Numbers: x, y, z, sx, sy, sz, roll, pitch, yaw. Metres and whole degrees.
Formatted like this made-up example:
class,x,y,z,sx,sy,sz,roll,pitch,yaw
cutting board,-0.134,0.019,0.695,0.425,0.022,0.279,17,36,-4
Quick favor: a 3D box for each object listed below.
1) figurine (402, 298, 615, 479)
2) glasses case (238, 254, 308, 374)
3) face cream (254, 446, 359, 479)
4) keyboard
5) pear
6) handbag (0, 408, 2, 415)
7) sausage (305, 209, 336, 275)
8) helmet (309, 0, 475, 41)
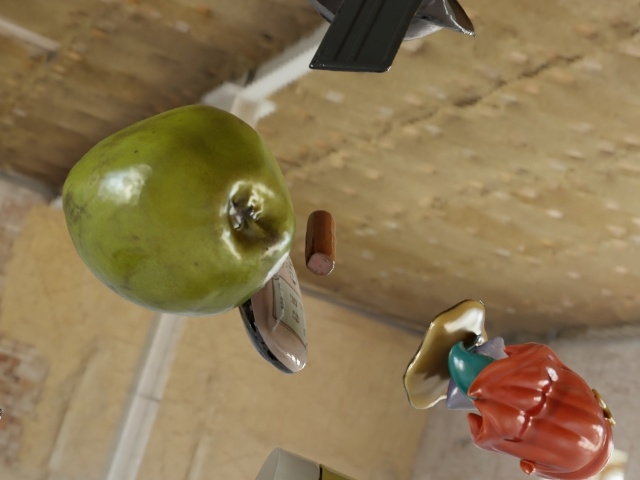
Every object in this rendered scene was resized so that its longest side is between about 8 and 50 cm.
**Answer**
class,x,y,z,sx,sy,sz,roll,pitch,yaw
figurine,0.243,0.203,1.744,0.257,0.181,0.208,29,-38,39
glasses case,-0.079,0.070,2.012,0.075,0.314,0.122,-31,-52,15
face cream,-0.014,0.401,1.747,0.179,0.218,0.218,23,-14,-6
keyboard,0.091,-0.322,1.517,0.104,0.381,0.041,7,-33,24
pear,-0.211,-0.043,1.847,0.375,0.287,0.287,15,-12,41
handbag,-0.504,0.273,1.675,0.155,0.169,0.215,38,22,-7
sausage,0.000,0.000,1.865,0.039,0.041,0.131,20,30,-12
helmet,0.058,-0.358,1.758,0.305,0.177,0.225,59,11,-20
